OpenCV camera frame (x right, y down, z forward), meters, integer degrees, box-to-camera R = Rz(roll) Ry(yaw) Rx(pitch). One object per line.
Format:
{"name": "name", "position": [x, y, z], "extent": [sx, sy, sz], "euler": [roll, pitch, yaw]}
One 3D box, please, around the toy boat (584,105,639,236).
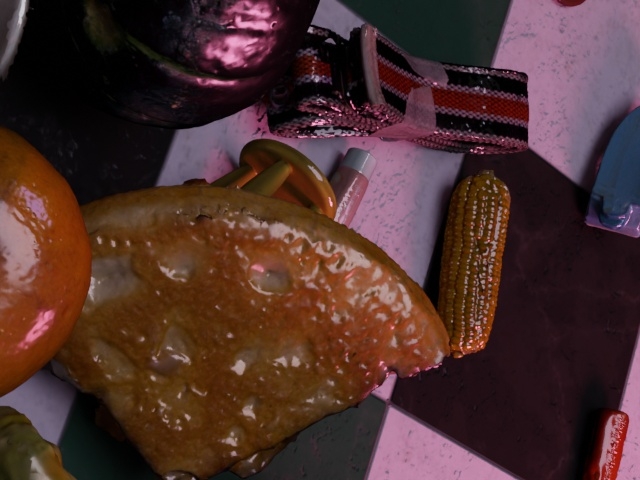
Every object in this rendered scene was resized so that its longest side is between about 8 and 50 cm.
{"name": "toy boat", "position": [0.381, -0.082, 1.927], "extent": [0.102, 0.088, 0.215], "euler": [74, 37, -57]}

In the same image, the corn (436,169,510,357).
{"name": "corn", "position": [0.161, 0.022, 1.721], "extent": [0.068, 0.068, 0.207], "euler": [19, 76, -39]}

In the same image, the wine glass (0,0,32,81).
{"name": "wine glass", "position": [-0.382, -0.206, 1.216], "extent": [0.321, 0.143, 0.143], "euler": [14, 77, -39]}

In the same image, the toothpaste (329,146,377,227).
{"name": "toothpaste", "position": [0.000, 0.000, 1.605], "extent": [0.056, 0.036, 0.205], "euler": [40, 66, -31]}

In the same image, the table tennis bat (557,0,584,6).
{"name": "table tennis bat", "position": [0.274, -0.317, 1.882], "extent": [0.155, 0.019, 0.098], "euler": [-23, 101, -43]}

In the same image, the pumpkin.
{"name": "pumpkin", "position": [-0.131, -0.254, 1.333], "extent": [0.238, 0.315, 0.315], "euler": [5, 83, -34]}

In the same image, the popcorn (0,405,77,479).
{"name": "popcorn", "position": [-0.304, 0.254, 1.151], "extent": [0.274, 0.335, 0.279], "euler": [61, 42, -33]}

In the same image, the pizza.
{"name": "pizza", "position": [-0.087, 0.083, 1.405], "extent": [0.409, 0.114, 0.277], "euler": [4, 109, -9]}

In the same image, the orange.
{"name": "orange", "position": [-0.298, 0.013, 1.239], "extent": [0.240, 0.171, 0.240], "euler": [-2, 95, -18]}

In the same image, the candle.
{"name": "candle", "position": [0.327, 0.271, 1.858], "extent": [0.053, 0.048, 0.162], "euler": [41, 60, -51]}

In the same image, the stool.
{"name": "stool", "position": [-0.058, -0.022, 1.505], "extent": [0.110, 0.134, 0.135], "euler": [-51, 163, -29]}

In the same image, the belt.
{"name": "belt", "position": [0.089, -0.146, 1.646], "extent": [0.360, 0.126, 0.094], "euler": [6, 73, -47]}
